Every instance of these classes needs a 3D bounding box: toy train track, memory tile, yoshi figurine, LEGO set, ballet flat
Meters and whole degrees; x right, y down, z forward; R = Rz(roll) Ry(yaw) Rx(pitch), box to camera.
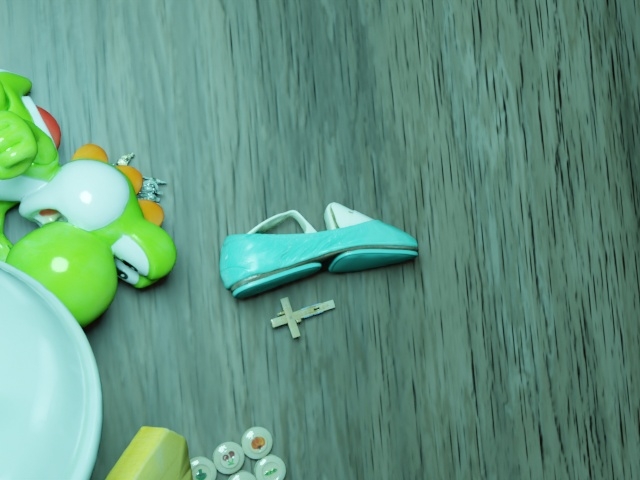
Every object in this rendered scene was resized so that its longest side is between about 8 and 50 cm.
[{"bbox_3d":[-0.022,0.087,0.973,0.083,0.014,0.048,-16,84,-24],"label":"toy train track"},{"bbox_3d":[-0.105,0.290,0.930,0.148,0.012,0.113,-24,94,-19],"label":"memory tile"},{"bbox_3d":[-0.316,-0.043,0.803,0.362,0.203,0.203,38,92,-15],"label":"yoshi figurine"},{"bbox_3d":[-0.203,-0.059,0.916,0.083,0.023,0.054,42,75,-11],"label":"LEGO set"},{"bbox_3d":[0.000,0.000,0.953,0.247,0.083,0.087,-11,76,-21],"label":"ballet flat"}]

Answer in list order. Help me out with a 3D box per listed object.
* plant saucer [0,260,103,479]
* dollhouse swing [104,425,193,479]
[{"bbox_3d":[-0.366,0.118,0.590,0.400,0.101,0.401,4,44,-4],"label":"plant saucer"},{"bbox_3d":[-0.279,0.366,0.735,0.315,0.305,0.347,-5,113,0],"label":"dollhouse swing"}]
